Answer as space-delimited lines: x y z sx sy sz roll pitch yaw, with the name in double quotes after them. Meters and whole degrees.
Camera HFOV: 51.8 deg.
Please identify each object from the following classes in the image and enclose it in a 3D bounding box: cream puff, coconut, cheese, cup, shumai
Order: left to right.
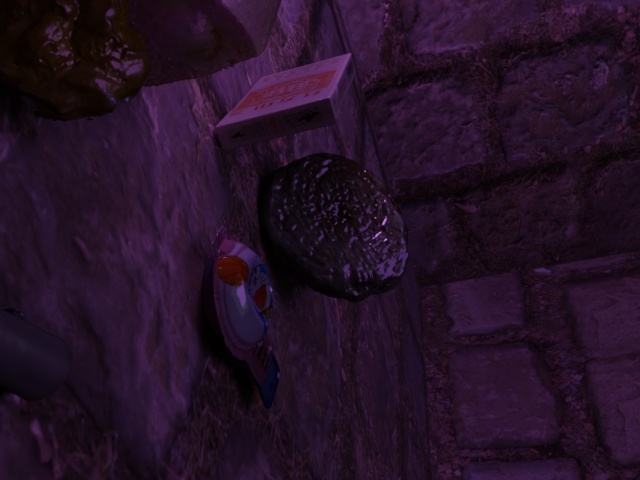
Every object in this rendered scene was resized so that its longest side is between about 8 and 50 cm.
-0.242 0.078 0.517 0.083 0.054 0.075 56 28 -52 "cup"
-0.235 -0.191 0.607 0.156 0.121 0.156 -11 90 -76 "cream puff"
-0.154 -0.293 0.746 0.233 0.245 0.233 -10 90 -76 "coconut"
-0.109 0.115 0.973 0.189 0.074 0.286 -70 147 -61 "cheese"
0.000 0.000 1.365 0.263 0.304 0.309 131 -46 -63 "shumai"

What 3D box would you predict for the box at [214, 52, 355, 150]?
-0.050 -0.265 1.221 0.365 0.204 0.051 -74 150 -62 "box"
